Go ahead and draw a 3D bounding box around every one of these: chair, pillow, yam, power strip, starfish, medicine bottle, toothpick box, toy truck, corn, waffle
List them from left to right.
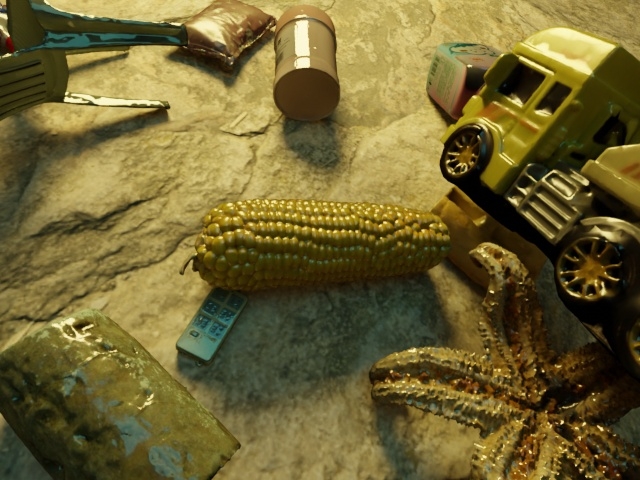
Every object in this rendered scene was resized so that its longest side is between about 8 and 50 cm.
[{"bbox_3d":[-0.305,-0.212,0.465,0.275,0.203,0.190,-22,79,-33],"label":"chair"},{"bbox_3d":[-0.169,0.137,0.339,0.194,0.107,0.107,40,56,11],"label":"yam"},{"bbox_3d":[-0.111,0.085,0.442,0.040,0.016,0.090,28,55,1],"label":"power strip"},{"bbox_3d":[-0.153,-0.344,0.685,0.118,0.043,0.184,24,55,1],"label":"pillow"},{"bbox_3d":[-0.022,-0.267,0.642,0.099,0.098,0.148,6,58,-13],"label":"toothpick box"},{"bbox_3d":[0.000,0.000,0.481,0.311,0.101,0.101,-5,60,-23],"label":"corn"},{"bbox_3d":[0.262,-0.245,0.686,0.119,0.094,0.188,-2,40,-13],"label":"medicine bottle"},{"bbox_3d":[0.274,-0.048,0.619,0.168,0.057,0.274,43,56,11],"label":"waffle"},{"bbox_3d":[0.217,0.150,0.417,0.304,0.113,0.311,-18,63,-16],"label":"starfish"},{"bbox_3d":[0.300,-0.052,0.391,0.181,0.254,0.405,14,32,-31],"label":"toy truck"}]

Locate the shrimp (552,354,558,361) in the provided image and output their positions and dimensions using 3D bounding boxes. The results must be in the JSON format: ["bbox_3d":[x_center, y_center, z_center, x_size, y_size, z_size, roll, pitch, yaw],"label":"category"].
[{"bbox_3d":[0.267,0.182,0.484,0.091,0.034,0.160,-5,58,-18],"label":"shrimp"}]

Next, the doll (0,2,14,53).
[{"bbox_3d":[-0.468,-0.310,0.560,0.195,0.062,0.104,32,72,-5],"label":"doll"}]
